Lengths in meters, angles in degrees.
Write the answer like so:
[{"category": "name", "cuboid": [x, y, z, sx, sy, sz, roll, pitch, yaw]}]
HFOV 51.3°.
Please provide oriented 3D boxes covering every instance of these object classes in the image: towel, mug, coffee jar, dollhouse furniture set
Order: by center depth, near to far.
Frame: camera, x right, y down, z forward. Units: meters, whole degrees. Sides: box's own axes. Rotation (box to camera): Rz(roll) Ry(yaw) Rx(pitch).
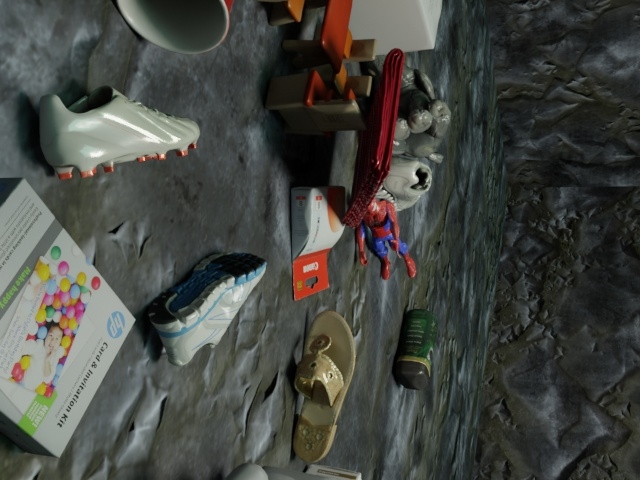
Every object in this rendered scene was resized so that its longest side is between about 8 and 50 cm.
[{"category": "mug", "cuboid": [-0.114, -0.289, 0.695, 0.113, 0.150, 0.169, 119, -16, -57]}, {"category": "dollhouse furniture set", "cuboid": [0.015, -0.289, 1.001, 0.262, 0.135, 0.259, 47, 48, -59]}, {"category": "towel", "cuboid": [0.078, -0.148, 1.042, 0.275, 0.031, 0.198, 113, -13, -72]}, {"category": "coffee jar", "cuboid": [0.234, 0.265, 1.622, 0.096, 0.079, 0.184, 70, 30, -47]}]

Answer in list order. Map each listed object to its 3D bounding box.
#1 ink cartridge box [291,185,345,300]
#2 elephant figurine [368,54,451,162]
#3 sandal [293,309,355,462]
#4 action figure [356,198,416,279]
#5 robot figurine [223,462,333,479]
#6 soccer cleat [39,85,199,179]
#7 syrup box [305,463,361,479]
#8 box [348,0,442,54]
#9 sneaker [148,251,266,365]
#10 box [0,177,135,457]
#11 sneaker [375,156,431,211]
[{"category": "ink cartridge box", "cuboid": [0.000, 0.000, 1.097, 0.145, 0.045, 0.179, -13, 100, -66]}, {"category": "elephant figurine", "cuboid": [0.165, -0.297, 1.350, 0.186, 0.170, 0.239, 113, -34, -57]}, {"category": "sandal", "cuboid": [-0.003, 0.227, 1.040, 0.079, 0.088, 0.239, 32, 66, -71]}, {"category": "action figure", "cuboid": [0.129, 0.022, 1.339, 0.280, 0.092, 0.139, 61, 26, -50]}, {"category": "robot figurine", "cuboid": [-0.086, 0.388, 0.698, 0.353, 0.200, 0.299, -38, 124, -62]}, {"category": "soccer cleat", "cuboid": [-0.180, -0.110, 0.632, 0.196, 0.068, 0.076, -31, 116, -61]}, {"category": "syrup box", "cuboid": [-0.013, 0.459, 1.013, 0.237, 0.096, 0.093, -47, 135, -59]}, {"category": "box", "cuboid": [0.092, -0.516, 1.138, 0.345, 0.168, 0.214, 55, 41, -54]}, {"category": "sneaker", "cuboid": [-0.126, 0.077, 0.779, 0.191, 0.071, 0.082, -40, 134, -51]}, {"category": "box", "cuboid": [-0.237, 0.066, 0.536, 0.186, 0.038, 0.145, 70, 31, -43]}, {"category": "sneaker", "cuboid": [0.190, -0.124, 1.456, 0.292, 0.118, 0.110, 9, 81, -69]}]
